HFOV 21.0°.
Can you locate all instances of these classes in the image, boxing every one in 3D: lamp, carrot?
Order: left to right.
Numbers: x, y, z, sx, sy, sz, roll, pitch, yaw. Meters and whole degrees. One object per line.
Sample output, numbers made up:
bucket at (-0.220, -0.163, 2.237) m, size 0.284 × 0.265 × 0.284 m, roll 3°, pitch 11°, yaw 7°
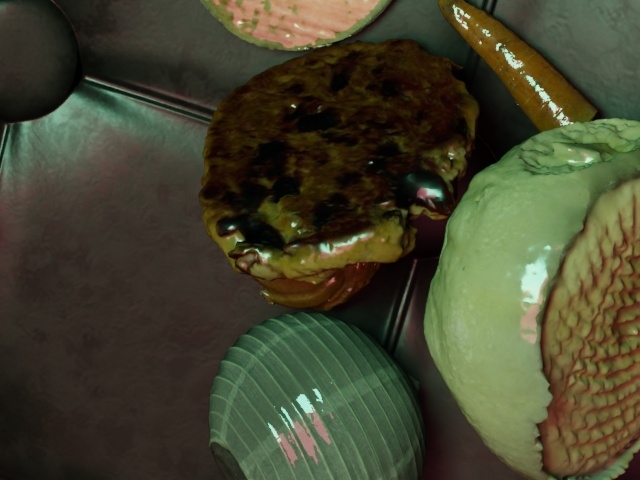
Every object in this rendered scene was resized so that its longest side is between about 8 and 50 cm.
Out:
lamp at (0.004, 0.201, 1.820) m, size 0.233 × 0.233 × 0.265 m, roll -31°, pitch 84°, yaw 19°
carrot at (0.195, -0.185, 1.782) m, size 0.209 × 0.061 × 0.061 m, roll 47°, pitch 109°, yaw 7°

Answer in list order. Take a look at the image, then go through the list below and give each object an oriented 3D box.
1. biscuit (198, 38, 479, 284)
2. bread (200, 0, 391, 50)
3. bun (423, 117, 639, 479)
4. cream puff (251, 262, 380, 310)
biscuit at (0.020, -0.079, 1.733) m, size 0.289 × 0.334 × 0.081 m, roll -5°, pitch 134°, yaw 16°
bread at (-0.023, -0.332, 1.820) m, size 0.267 × 0.040 × 0.267 m, roll 3°, pitch 101°, yaw 14°
bun at (0.227, 0.048, 1.671) m, size 0.202 × 0.364 × 0.364 m, roll 17°, pitch 106°, yaw 37°
cream puff at (0.000, 0.000, 1.834) m, size 0.165 × 0.115 × 0.150 m, roll 6°, pitch 88°, yaw 35°
